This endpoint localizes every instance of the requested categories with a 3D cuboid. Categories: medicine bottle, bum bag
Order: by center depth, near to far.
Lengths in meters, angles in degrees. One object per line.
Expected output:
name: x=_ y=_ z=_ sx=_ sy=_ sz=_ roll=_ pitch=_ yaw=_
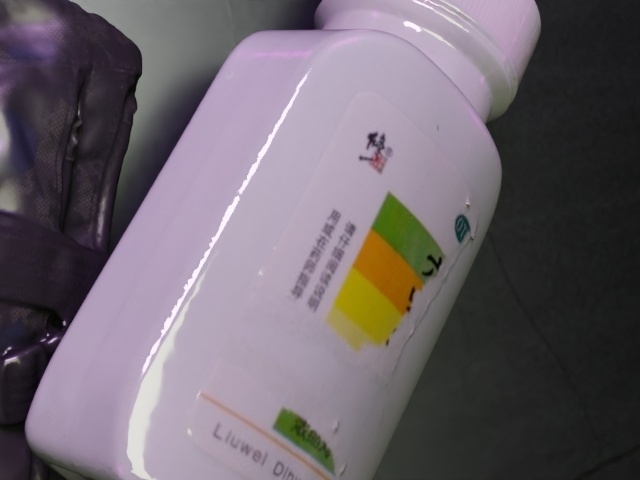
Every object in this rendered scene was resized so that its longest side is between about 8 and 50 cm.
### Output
bum bag: x=-0.153 y=0.038 z=0.529 sx=0.137 sy=0.074 sz=0.310 roll=6 pitch=86 yaw=-32
medicine bottle: x=0.000 y=0.000 z=0.555 sx=0.161 sy=0.111 sz=0.296 roll=47 pitch=61 yaw=-41
